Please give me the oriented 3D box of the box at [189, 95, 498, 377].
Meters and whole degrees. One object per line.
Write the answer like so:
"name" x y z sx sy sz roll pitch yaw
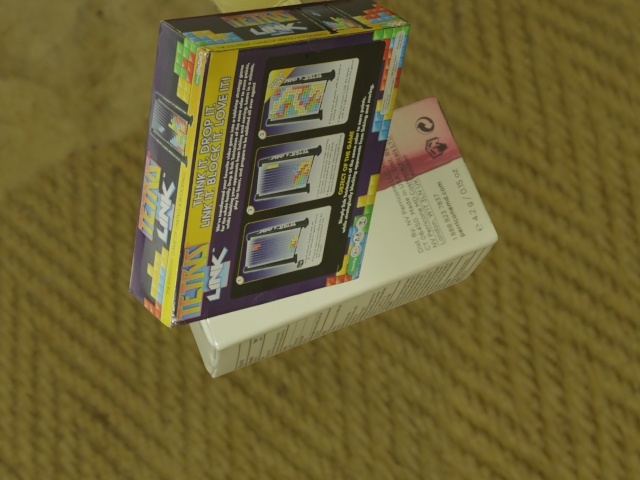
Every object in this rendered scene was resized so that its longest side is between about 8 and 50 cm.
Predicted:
"box" 0.000 0.000 1.187 0.232 0.148 0.127 -20 79 -10

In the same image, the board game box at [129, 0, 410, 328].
"board game box" -0.030 -0.046 0.856 0.141 0.170 0.048 -12 36 -36

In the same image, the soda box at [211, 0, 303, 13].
"soda box" -0.064 -0.213 1.287 0.058 0.061 0.181 -37 42 1
